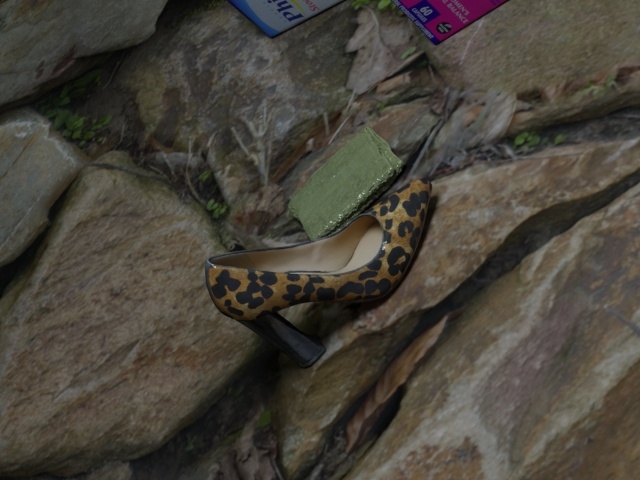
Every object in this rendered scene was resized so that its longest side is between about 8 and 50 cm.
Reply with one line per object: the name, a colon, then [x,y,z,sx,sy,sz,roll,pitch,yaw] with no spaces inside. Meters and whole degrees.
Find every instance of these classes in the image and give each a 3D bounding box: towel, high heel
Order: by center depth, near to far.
high heel: [0.000,0.000,1.835,0.261,0.186,0.093,-51,35,0]
towel: [0.030,-0.064,2.001,0.148,0.027,0.110,-44,36,7]

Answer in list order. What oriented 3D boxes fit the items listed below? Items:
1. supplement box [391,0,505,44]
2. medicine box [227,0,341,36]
supplement box: [0.190,-0.356,2.018,0.220,0.111,0.114,-31,40,26]
medicine box: [0.004,-0.466,2.290,0.289,0.149,0.263,-23,43,34]
